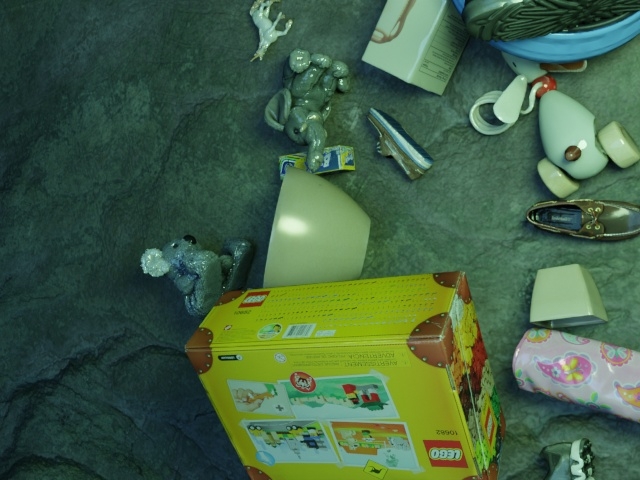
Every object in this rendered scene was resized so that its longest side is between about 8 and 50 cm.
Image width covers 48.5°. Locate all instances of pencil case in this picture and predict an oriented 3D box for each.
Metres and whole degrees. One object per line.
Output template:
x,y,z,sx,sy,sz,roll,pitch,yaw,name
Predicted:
0.479,0.237,1.234,0.284,0.124,0.124,11,97,34,pencil case

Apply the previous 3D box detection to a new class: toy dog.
0.401,-0.227,1.250,0.334,0.161,0.220,45,113,25,toy dog

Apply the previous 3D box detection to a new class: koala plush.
-0.312,0.069,1.724,0.221,0.196,0.203,25,114,27,koala plush

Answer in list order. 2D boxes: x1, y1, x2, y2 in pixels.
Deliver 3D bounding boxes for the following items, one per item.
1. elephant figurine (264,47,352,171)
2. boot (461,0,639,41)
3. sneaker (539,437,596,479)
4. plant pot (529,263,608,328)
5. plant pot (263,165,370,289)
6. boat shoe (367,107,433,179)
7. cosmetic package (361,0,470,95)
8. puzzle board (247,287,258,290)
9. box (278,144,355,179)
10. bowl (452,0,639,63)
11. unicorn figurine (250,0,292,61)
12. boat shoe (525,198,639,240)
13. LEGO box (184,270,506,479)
-0.039,-0.283,1.543,0.170,0.186,0.239,18,97,5,elephant figurine
0.337,-0.551,1.083,0.367,0.146,0.445,-13,83,-10,boot
0.446,0.475,1.282,0.106,0.078,0.234,-10,81,37,sneaker
0.438,0.099,1.268,0.109,0.109,0.096,-13,72,34,plant pot
0.000,0.000,1.489,0.191,0.284,0.284,11,98,0,plant pot
0.151,-0.200,1.477,0.183,0.066,0.066,51,117,23,boat shoe
0.221,-0.451,1.378,0.129,0.153,0.296,34,107,30,cosmetic package
-0.128,0.169,1.702,0.128,0.011,0.096,6,93,34,puzzle board
-0.009,-0.172,1.588,0.169,0.059,0.054,-7,89,34,box
0.402,-0.492,1.187,0.391,0.077,0.391,-1,78,5,bowl
-0.124,-0.501,1.671,0.111,0.060,0.161,-37,55,29,unicorn figurine
0.470,-0.037,1.260,0.207,0.073,0.073,2,90,33,boat shoe
0.054,0.277,1.337,0.500,0.193,0.372,-6,119,26,LEGO box
